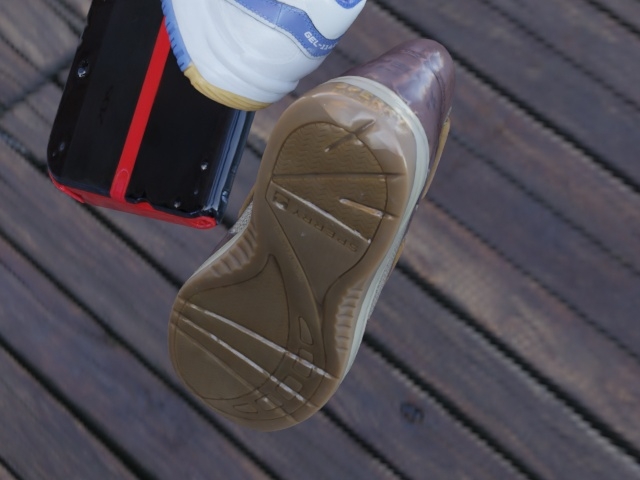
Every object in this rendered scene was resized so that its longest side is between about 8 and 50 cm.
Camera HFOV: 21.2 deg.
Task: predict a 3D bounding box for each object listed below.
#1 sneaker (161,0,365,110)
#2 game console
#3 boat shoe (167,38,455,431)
[{"bbox_3d":[-0.051,-0.236,1.109,0.112,0.131,0.296,-1,64,-50],"label":"sneaker"},{"bbox_3d":[-0.153,-0.215,1.865,0.342,0.060,0.386,13,85,48],"label":"game console"},{"bbox_3d":[0.000,0.000,1.104,0.123,0.342,0.123,33,48,8],"label":"boat shoe"}]
